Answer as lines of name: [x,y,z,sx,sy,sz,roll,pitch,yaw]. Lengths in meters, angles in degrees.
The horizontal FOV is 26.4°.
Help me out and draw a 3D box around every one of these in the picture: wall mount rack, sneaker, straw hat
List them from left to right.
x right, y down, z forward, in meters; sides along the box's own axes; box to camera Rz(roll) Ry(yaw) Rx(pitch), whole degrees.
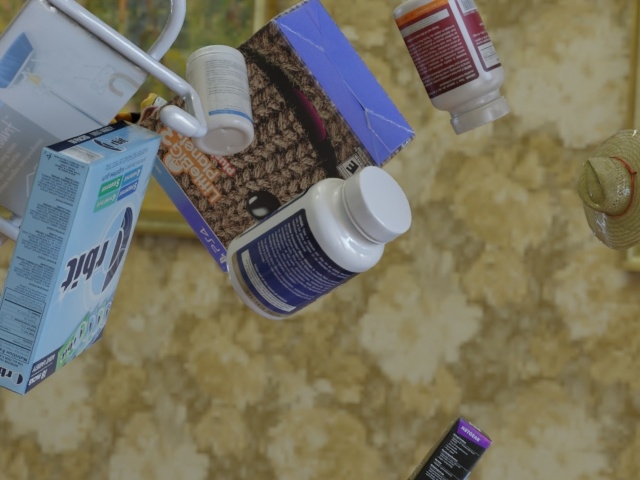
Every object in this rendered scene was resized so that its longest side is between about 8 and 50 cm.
wall mount rack: [-0.271,-0.108,1.076,0.304,0.350,0.130,34,19,-26]
sneaker: [-0.293,-0.143,2.016,0.225,0.093,0.088,-31,17,27]
straw hat: [0.333,-0.064,1.588,0.061,0.144,0.144,8,-4,-33]

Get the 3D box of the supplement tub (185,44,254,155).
supplement tub: [-0.112,-0.155,1.514,0.071,0.107,0.071,-5,-29,-3]

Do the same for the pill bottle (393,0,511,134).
pill bottle: [0.144,-0.194,1.459,0.086,0.152,0.086,-24,4,2]

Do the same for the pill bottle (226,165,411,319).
pill bottle: [0.000,0.000,1.273,0.169,0.094,0.094,-32,-22,34]

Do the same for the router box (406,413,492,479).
router box: [0.123,0.248,1.434,0.046,0.133,0.179,37,-1,8]

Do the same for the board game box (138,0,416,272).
board game box: [-0.067,-0.138,1.800,0.291,0.232,0.141,-34,5,33]

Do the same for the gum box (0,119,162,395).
gum box: [-0.188,0.008,1.048,0.041,0.184,0.157,22,16,7]
